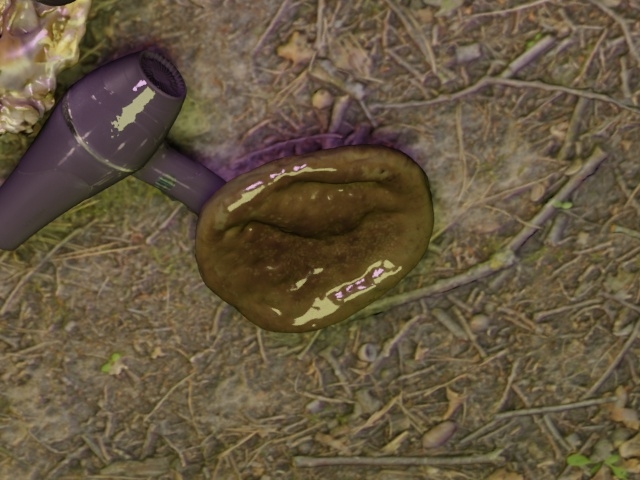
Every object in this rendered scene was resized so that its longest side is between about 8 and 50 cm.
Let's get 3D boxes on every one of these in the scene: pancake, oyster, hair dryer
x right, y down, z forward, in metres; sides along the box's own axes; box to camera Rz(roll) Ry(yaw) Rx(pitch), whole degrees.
[{"bbox_3d":[0.000,0.000,1.735,0.295,0.049,0.294,-12,134,-13],"label":"pancake"},{"bbox_3d":[-0.341,-0.271,1.579,0.201,0.107,0.354,16,102,-27],"label":"oyster"},{"bbox_3d":[-0.185,-0.033,1.726,0.361,0.121,0.301,35,121,-27],"label":"hair dryer"}]

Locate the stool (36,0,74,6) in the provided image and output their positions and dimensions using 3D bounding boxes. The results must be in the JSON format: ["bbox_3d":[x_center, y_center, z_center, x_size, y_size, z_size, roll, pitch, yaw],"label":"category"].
[{"bbox_3d":[-0.196,-0.409,1.396,0.310,0.226,0.310,-24,120,-11],"label":"stool"}]
